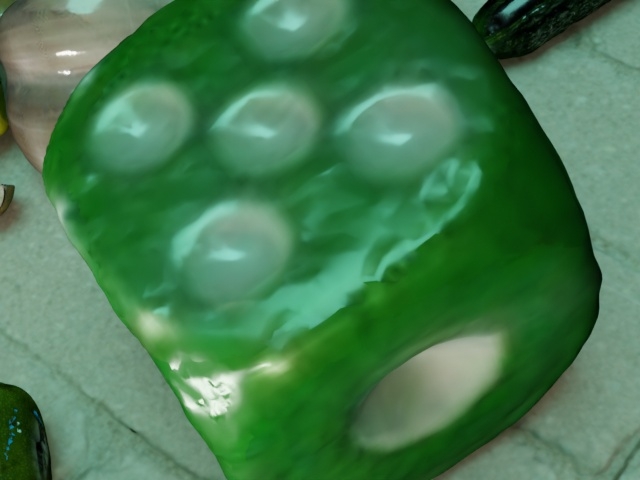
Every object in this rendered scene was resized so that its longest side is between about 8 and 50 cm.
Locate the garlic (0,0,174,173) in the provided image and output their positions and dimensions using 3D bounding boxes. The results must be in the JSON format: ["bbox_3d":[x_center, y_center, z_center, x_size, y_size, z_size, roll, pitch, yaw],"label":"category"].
[{"bbox_3d":[-0.176,-0.167,1.157,0.292,0.210,0.237,0,24,17],"label":"garlic"}]

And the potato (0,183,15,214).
[{"bbox_3d":[-0.301,-0.032,1.145,0.093,0.036,0.037,0,94,33],"label":"potato"}]

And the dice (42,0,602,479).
[{"bbox_3d":[0.000,0.000,0.900,0.287,0.297,0.300,-34,57,-6],"label":"dice"}]

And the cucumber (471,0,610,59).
[{"bbox_3d":[0.231,-0.237,1.133,0.241,0.074,0.074,-34,57,-9],"label":"cucumber"}]

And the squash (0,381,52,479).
[{"bbox_3d":[-0.221,0.243,0.920,0.087,0.087,0.331,-17,58,1],"label":"squash"}]

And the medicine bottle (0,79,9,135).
[{"bbox_3d":[-0.401,-0.117,1.164,0.212,0.122,0.122,-21,56,-1],"label":"medicine bottle"}]
